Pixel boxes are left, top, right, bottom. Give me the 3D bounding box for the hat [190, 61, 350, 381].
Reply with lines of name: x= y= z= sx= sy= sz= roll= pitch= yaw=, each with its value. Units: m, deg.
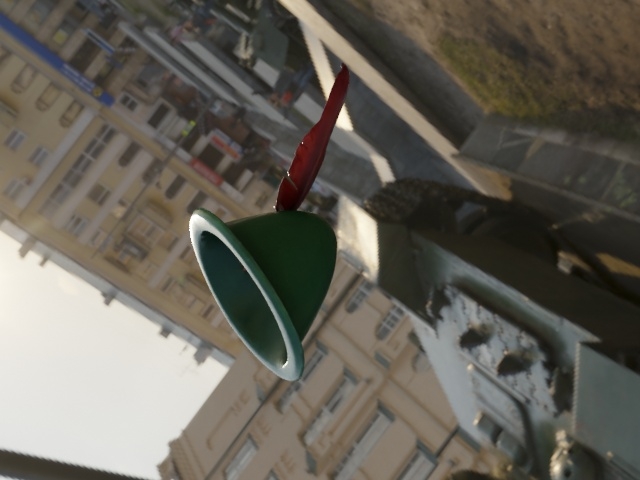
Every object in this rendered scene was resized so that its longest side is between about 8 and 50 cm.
hat: x=0.000 y=0.000 z=0.692 sx=0.173 sy=0.183 sz=0.208 roll=46 pitch=156 yaw=26
